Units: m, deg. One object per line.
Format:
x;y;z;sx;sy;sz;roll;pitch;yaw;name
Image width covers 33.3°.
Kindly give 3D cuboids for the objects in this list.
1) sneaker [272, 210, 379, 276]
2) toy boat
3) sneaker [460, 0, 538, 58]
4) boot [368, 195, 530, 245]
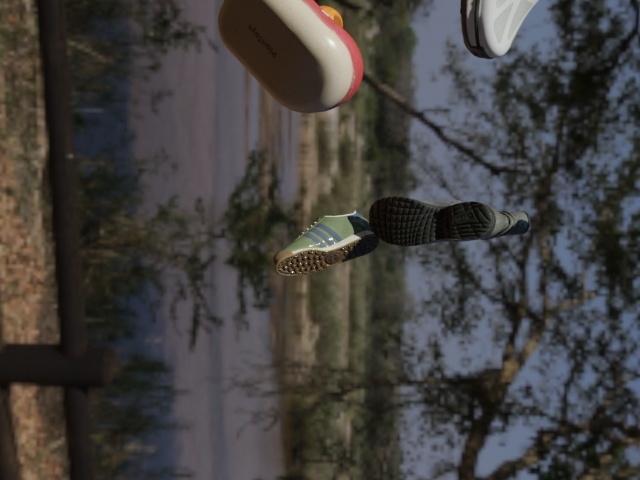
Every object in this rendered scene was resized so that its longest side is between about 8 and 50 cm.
0.000;0.000;1.884;0.064;0.192;0.086;86;-15;-48;sneaker
-0.024;-0.290;1.512;0.151;0.231;0.151;-28;161;-42;toy boat
0.394;-0.479;1.696;0.169;0.257;0.448;-15;126;-58;sneaker
0.220;-0.026;1.832;0.161;0.246;0.083;5;89;-56;boot
